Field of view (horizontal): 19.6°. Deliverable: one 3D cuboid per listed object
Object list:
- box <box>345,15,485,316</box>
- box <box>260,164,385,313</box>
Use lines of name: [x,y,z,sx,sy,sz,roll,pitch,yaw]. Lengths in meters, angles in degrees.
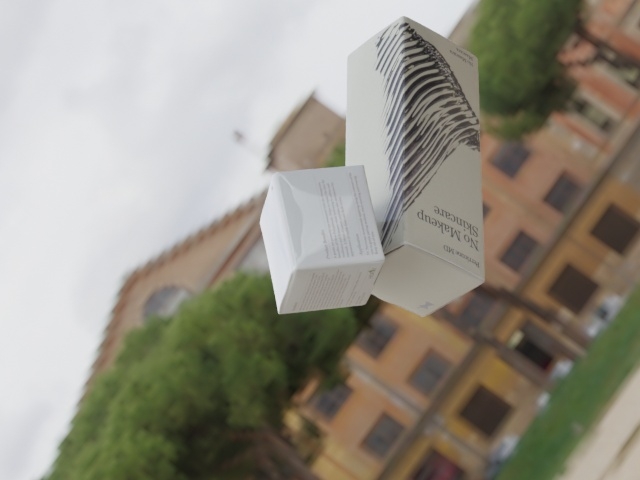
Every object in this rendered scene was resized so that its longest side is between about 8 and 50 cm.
box: [0.091,-0.074,1.813,0.094,0.113,0.275,-33,45,40]
box: [0.000,0.000,1.680,0.087,0.101,0.102,-6,-26,-14]
